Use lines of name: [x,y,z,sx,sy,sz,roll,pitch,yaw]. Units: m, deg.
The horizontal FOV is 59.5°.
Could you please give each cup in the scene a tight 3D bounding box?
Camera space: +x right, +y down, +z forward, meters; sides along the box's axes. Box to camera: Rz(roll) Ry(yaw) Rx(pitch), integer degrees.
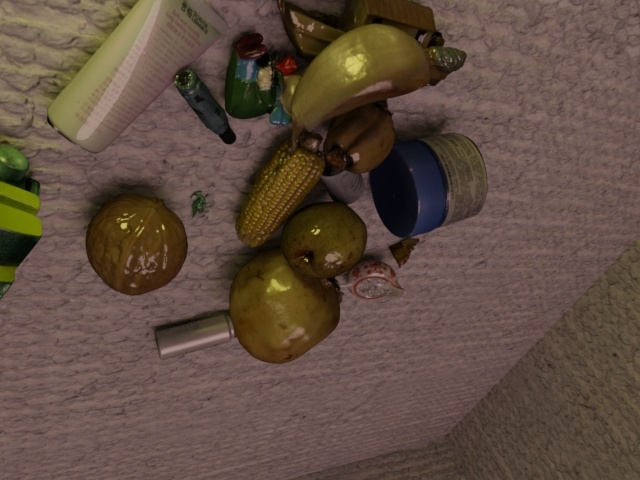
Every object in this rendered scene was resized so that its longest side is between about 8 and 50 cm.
cup: [0.067,-0.175,1.438,0.136,0.099,0.133,-30,142,2]

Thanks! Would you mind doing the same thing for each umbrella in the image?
umbrella: [-0.225,-0.262,1.143,0.052,0.053,0.250,-34,158,0]

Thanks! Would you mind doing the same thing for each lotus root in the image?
lotus root: [0.087,-0.238,1.308,0.257,0.154,0.140,-48,163,-43]

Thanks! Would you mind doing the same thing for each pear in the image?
pear: [0.000,0.000,1.419,0.229,0.188,0.211,-6,-166,28]

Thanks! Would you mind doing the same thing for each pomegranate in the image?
pomegranate: [-0.092,0.184,1.578,0.333,0.332,0.332,-17,141,-15]

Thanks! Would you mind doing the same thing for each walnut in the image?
walnut: [-0.409,0.005,1.257,0.228,0.228,0.228,-17,141,-15]

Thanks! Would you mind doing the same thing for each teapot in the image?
teapot: [0.154,0.129,1.830,0.246,0.116,0.159,-3,148,-5]

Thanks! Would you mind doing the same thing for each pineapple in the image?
pineapple: [0.275,0.026,1.843,0.114,0.077,0.114,-45,176,3]

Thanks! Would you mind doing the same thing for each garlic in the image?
garlic: [0.057,-0.283,1.097,0.339,0.151,0.196,-29,150,6]

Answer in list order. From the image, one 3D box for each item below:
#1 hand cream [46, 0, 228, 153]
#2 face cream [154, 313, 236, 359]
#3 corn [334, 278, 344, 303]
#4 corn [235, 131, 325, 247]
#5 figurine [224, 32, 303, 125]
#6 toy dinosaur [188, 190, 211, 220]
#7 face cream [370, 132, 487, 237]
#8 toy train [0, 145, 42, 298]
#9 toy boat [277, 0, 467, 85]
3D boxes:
hand cream: [-0.342,-0.315,1.023,0.359,0.118,0.185,-43,151,8]
face cream: [-0.341,0.280,1.708,0.312,0.092,0.092,-14,140,-19]
corn: [-0.060,0.227,1.796,0.318,0.115,0.115,-34,144,23]
corn: [-0.100,-0.121,1.370,0.130,0.130,0.347,11,128,-40]
figurine: [-0.075,-0.328,1.168,0.234,0.127,0.185,1,126,-19]
toy dinosaur: [-0.304,-0.085,1.371,0.083,0.021,0.062,-35,135,2]
face cream: [0.285,-0.148,1.484,0.225,0.249,0.249,-13,140,-19]
toy train: [-0.685,0.030,1.056,0.442,0.272,0.179,-44,137,18]
toy boat: [0.118,-0.424,1.163,0.446,0.136,0.162,-2,129,-30]
